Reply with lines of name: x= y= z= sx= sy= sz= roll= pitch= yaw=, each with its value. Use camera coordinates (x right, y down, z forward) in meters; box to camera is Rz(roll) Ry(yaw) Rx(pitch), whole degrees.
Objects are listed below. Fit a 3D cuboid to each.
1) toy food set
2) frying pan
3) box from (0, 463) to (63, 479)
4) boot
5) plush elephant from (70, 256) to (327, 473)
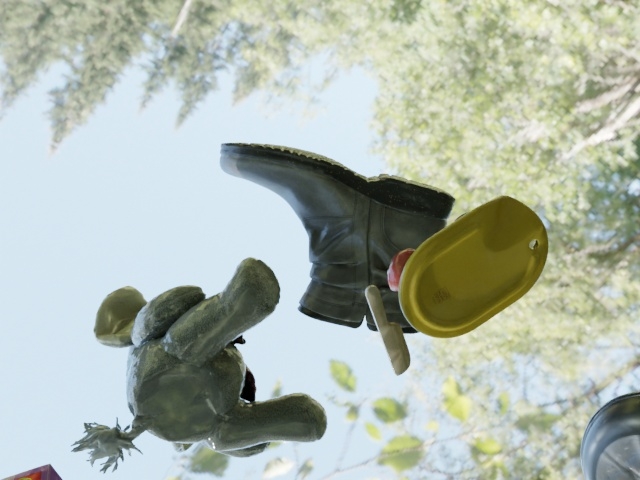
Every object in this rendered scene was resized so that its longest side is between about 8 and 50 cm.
toy food set: x=0.138 y=0.032 z=0.958 sx=0.128 sy=0.218 sz=0.071 roll=61 pitch=174 yaw=-27
frying pan: x=0.379 y=0.319 z=0.944 sx=0.053 sy=0.197 sz=0.326 roll=-19 pitch=-82 yaw=-45
box: x=-0.352 y=0.373 z=0.852 sx=0.293 sy=0.201 sz=0.057 roll=-106 pitch=-3 yaw=-53
boot: x=0.000 y=0.000 z=1.200 sx=0.338 sy=0.222 sz=0.118 roll=17 pitch=-171 yaw=8
plush elephant: x=-0.177 y=0.167 z=1.224 sx=0.271 sy=0.330 sz=0.255 roll=64 pitch=180 yaw=-22
